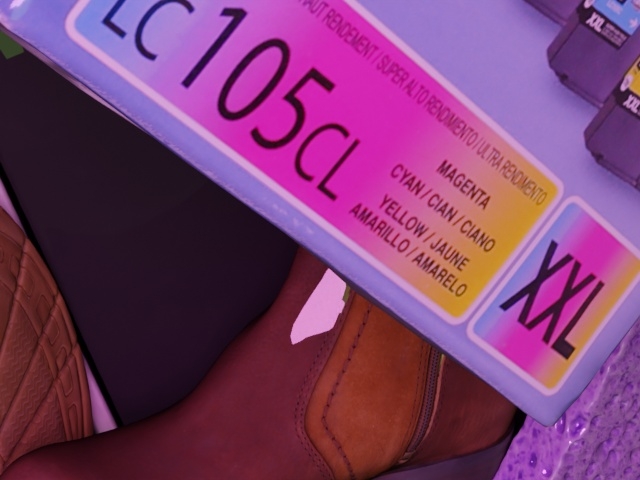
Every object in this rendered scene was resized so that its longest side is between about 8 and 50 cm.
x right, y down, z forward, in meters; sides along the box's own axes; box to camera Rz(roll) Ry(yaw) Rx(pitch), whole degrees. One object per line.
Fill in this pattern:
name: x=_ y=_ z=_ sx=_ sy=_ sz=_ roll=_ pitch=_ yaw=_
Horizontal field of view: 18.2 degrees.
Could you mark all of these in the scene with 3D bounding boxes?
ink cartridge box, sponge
ink cartridge box: x=0.082 y=-0.176 z=0.647 sx=0.270 sy=0.151 sz=0.395 roll=36 pitch=89 yaw=-38
sponge: x=0.122 y=0.117 z=0.914 sx=0.117 sy=0.031 sz=0.210 roll=6 pitch=115 yaw=-47

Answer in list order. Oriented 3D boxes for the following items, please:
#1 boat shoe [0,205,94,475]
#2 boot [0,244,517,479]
boat shoe: x=-0.184 y=0.018 z=0.816 sx=0.096 sy=0.098 sz=0.277 roll=-10 pitch=126 yaw=23
boot: x=0.000 y=0.000 z=0.799 sx=0.264 sy=0.096 sz=0.280 roll=-2 pitch=116 yaw=-31
